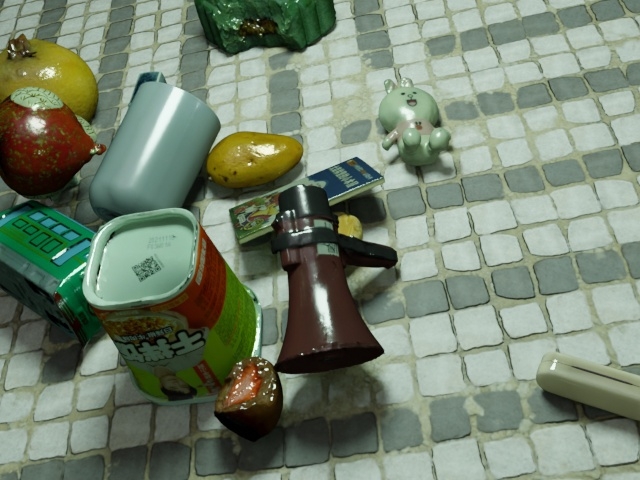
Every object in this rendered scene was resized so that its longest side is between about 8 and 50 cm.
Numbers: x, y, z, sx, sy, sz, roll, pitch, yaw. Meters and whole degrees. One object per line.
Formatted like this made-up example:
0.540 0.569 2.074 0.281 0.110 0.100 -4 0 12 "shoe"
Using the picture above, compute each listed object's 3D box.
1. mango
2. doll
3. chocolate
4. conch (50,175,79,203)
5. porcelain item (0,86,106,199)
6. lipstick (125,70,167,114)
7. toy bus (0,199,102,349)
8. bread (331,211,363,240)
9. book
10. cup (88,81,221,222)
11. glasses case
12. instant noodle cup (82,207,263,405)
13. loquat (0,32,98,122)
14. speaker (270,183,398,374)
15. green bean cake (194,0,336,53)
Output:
-0.151 -0.192 1.656 0.228 0.109 0.147 -13 48 4 "mango"
0.202 -0.262 1.624 0.155 0.113 0.275 -10 43 -4 "doll"
-0.119 0.272 1.265 0.124 0.127 0.133 28 67 15 "chocolate"
-0.647 -0.165 1.772 0.114 0.234 0.137 -20 89 -26 "conch"
-0.583 -0.208 1.569 0.253 0.253 0.252 -7 51 9 "porcelain item"
-0.455 -0.312 1.855 0.078 0.076 0.289 -3 54 10 "lipstick"
-0.558 0.056 1.525 0.344 0.183 0.199 26 55 29 "toy bus"
0.000 0.000 1.477 0.177 0.084 0.119 -3 45 13 "bread"
-0.040 -0.095 1.541 0.323 0.018 0.228 -24 22 -4 "book"
-0.377 -0.173 1.621 0.206 0.205 0.312 13 70 24 "cup"
0.453 0.237 1.171 0.196 0.083 0.050 16 56 23 "glasses case"
-0.271 0.115 1.316 0.294 0.307 0.293 -7 52 9 "instant noodle cup"
-0.730 -0.403 1.883 0.275 0.274 0.274 -7 51 9 "loquat"
0.039 0.067 1.305 0.259 0.198 0.329 1 69 -9 "speaker"
-0.153 -0.635 1.971 0.300 0.169 0.308 -38 54 -16 "green bean cake"
